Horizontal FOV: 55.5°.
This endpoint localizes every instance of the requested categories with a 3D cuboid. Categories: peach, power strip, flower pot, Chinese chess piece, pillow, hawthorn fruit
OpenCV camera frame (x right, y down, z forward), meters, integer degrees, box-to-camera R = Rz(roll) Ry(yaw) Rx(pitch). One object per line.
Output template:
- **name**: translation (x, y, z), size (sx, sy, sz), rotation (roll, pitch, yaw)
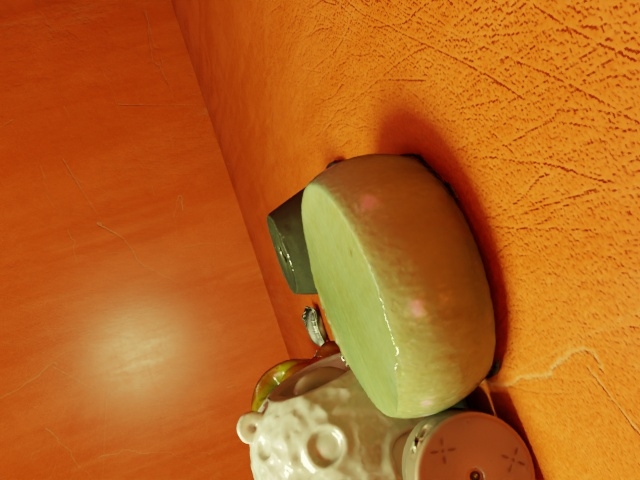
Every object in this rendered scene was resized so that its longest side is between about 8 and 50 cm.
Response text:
- **peach**: translation (-0.056, 0.537, 1.912), size (0.332, 0.308, 0.308), rotation (50, 175, -18)
- **power strip**: translation (0.178, 0.285, 0.754), size (0.078, 0.154, 0.154), rotation (111, 139, -78)
- **flower pot**: translation (0.000, 0.000, 1.130), size (0.269, 0.166, 0.269), rotation (163, 90, -77)
- **Chinese chess piece**: translation (0.095, 0.057, 0.813), size (0.349, 0.146, 0.349), rotation (162, 90, -78)
- **pillow**: translation (-0.016, 0.268, 1.896), size (0.091, 0.055, 0.136), rotation (-18, 94, 47)
- **hawthorn fruit**: translation (0.020, 0.336, 1.539), size (0.148, 0.172, 0.148), rotation (59, -169, -19)

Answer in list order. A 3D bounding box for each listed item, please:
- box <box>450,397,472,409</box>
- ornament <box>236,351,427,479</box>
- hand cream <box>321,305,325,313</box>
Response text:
- **box**: translation (0.206, 0.270, 0.843), size (0.091, 0.031, 0.126), rotation (17, -127, -76)
- **ornament**: translation (0.051, 0.357, 1.022), size (0.337, 0.337, 0.337), rotation (162, 90, -79)
- **hand cream**: translation (0.014, 0.115, 1.536), size (0.065, 0.043, 0.171), rotation (-132, 28, -64)
